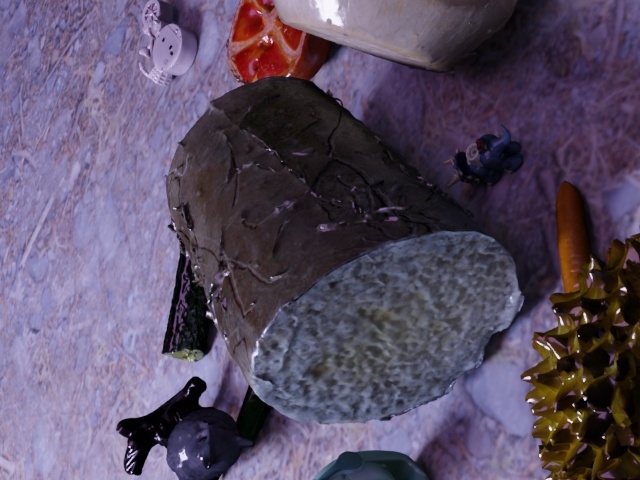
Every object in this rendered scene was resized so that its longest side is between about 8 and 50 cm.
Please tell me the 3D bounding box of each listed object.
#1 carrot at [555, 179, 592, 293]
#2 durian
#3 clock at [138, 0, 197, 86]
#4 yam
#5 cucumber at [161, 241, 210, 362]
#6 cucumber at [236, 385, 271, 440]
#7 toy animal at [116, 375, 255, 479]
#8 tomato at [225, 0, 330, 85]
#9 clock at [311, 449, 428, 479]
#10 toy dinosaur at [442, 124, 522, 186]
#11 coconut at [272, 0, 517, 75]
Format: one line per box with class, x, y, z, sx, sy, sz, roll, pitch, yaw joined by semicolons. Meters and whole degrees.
carrot;0.211;0.033;0.941;0.037;0.037;0.190;-35;53;42
durian;0.251;0.124;0.702;0.258;0.258;0.293;-26;78;46
clock;-0.212;-0.267;1.568;0.087;0.041;0.129;-50;49;26
yam;0.000;0.000;1.070;0.241;0.241;0.348;-62;36;19
cucumber;-0.147;0.037;1.393;0.058;0.052;0.214;147;132;-78
cucumber;-0.058;0.144;1.259;0.036;0.033;0.184;-117;43;-68
toy animal;-0.133;0.236;1.250;0.210;0.121;0.117;13;124;65
tomato;-0.036;-0.233;1.306;0.155;0.069;0.155;-15;70;46
clock;0.026;0.237;1.040;0.041;0.135;0.101;41;114;49
toy dinosaur;0.146;-0.074;1.045;0.083;0.047;0.030;-33;54;45
coconut;0.073;-0.289;1.042;0.245;0.245;0.247;23;98;52
